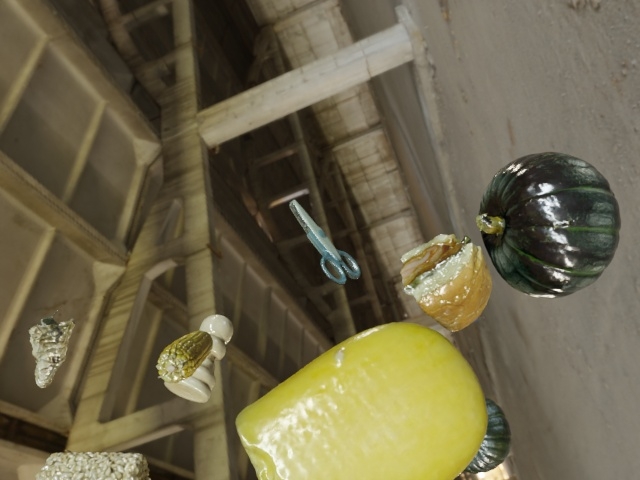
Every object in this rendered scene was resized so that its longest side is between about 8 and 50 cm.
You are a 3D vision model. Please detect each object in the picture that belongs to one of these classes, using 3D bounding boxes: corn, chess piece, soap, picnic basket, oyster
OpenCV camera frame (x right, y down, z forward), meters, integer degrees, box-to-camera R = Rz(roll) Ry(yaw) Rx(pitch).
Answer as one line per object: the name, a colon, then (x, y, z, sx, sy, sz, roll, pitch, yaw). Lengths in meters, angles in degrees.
corn: (-0.331, 0.282, 1.320, 0.260, 0.091, 0.091, -60, -28, -86)
chess piece: (-0.404, 0.393, 1.837, 0.167, 0.167, 0.299, 61, -141, -43)
soap: (0.085, 0.325, 0.948, 0.306, 0.427, 0.115, 58, 171, 34)
picnic basket: (-0.783, 0.249, 1.548, 0.065, 0.083, 0.083, 31, 169, 34)
oyster: (-0.551, 0.227, 1.086, 0.061, 0.106, 0.199, 59, 151, 33)

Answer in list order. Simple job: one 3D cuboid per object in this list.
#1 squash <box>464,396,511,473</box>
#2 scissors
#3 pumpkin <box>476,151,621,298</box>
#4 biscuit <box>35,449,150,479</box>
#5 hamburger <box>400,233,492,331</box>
squash: (0.443, 0.555, 1.517, 0.173, 0.218, 0.218, 21, -151, -18)
scissors: (0.000, 0.000, 1.468, 0.138, 0.041, 0.289, -16, -115, -51)
pumpkin: (0.361, -0.028, 0.882, 0.250, 0.216, 0.249, -177, 90, -84)
biscuit: (-0.343, 0.367, 0.797, 0.070, 0.169, 0.082, -83, -9, -70)
hamburger: (0.267, 0.099, 1.017, 0.207, 0.155, 0.135, 50, -153, -31)
